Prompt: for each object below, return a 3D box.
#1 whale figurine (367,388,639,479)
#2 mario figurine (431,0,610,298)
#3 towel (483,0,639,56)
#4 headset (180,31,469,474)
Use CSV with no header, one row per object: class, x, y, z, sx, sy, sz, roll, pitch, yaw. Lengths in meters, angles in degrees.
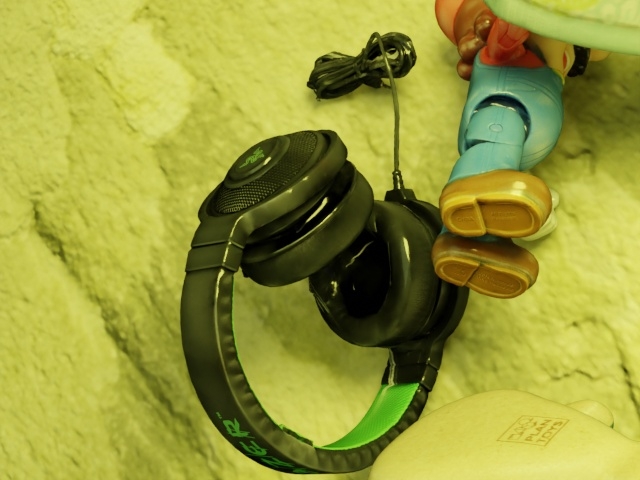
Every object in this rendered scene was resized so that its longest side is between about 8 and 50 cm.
whale figurine,0.166,0.200,1.143,0.272,0.216,0.141,-6,110,40
mario figurine,0.180,-0.117,1.223,0.198,0.170,0.320,-33,36,47
towel,0.327,-0.254,1.029,0.320,0.375,0.090,107,165,-44
headset,0.000,0.000,1.280,0.185,0.243,0.394,-7,57,48
